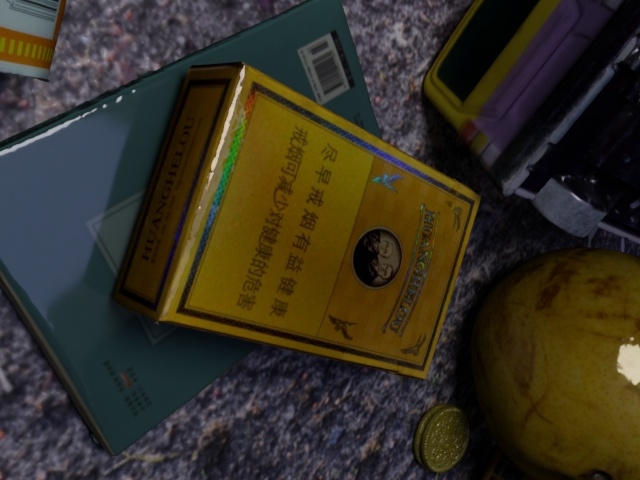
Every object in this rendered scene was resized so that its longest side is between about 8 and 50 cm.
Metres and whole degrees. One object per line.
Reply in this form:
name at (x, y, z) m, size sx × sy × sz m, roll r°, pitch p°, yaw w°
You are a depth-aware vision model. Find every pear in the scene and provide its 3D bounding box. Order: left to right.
pear at (0.303, 0.146, 0.770) m, size 0.280 × 0.280 × 0.281 m, roll -7°, pitch 102°, yaw -38°

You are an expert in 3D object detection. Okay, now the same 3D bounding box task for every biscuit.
biscuit at (0.148, 0.239, 0.824) m, size 0.084 × 0.023 × 0.084 m, roll -7°, pitch 101°, yaw -37°

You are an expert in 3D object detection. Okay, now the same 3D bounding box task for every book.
book at (-0.082, -0.027, 0.595) m, size 0.379 × 0.031 × 0.264 m, roll -34°, pitch 116°, yaw -29°

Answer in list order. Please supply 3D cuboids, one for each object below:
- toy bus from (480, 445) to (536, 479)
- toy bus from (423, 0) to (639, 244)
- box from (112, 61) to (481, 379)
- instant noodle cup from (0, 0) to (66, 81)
toy bus at (0.222, 0.360, 0.844) m, size 0.201 × 0.114 × 0.098 m, roll -57°, pitch 155°, yaw -16°
toy bus at (0.352, -0.127, 0.760) m, size 0.439 × 0.249 × 0.209 m, roll 15°, pitch 122°, yaw -34°
box at (0.000, 0.000, 0.590) m, size 0.301 × 0.084 × 0.193 m, roll 20°, pitch 87°, yaw -41°
instant noodle cup at (-0.209, -0.196, 0.400) m, size 0.168 × 0.168 × 0.185 m, roll 3°, pitch 103°, yaw -39°
